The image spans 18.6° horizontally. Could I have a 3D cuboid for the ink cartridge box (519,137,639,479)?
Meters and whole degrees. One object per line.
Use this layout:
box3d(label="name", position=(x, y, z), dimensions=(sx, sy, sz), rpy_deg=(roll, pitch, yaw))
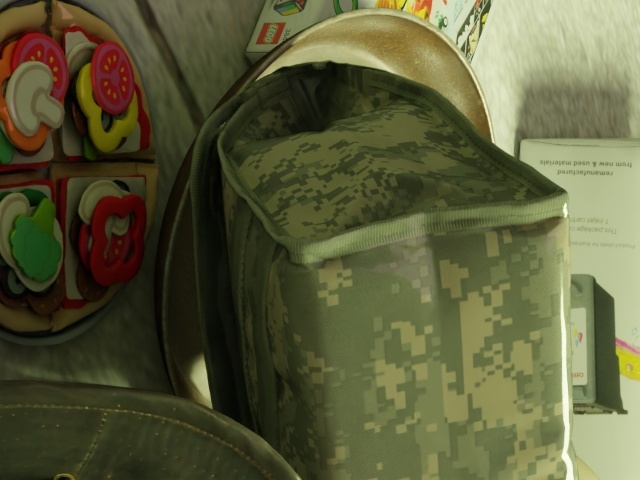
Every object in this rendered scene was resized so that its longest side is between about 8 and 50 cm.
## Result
box3d(label="ink cartridge box", position=(0.267, 0.066, 1.657), dimensions=(0.226, 0.131, 0.306), rpy_deg=(-6, 96, -58))

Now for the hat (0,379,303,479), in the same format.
box3d(label="hat", position=(-0.167, 0.149, 0.949), dimensions=(0.331, 0.331, 0.134), rpy_deg=(58, 5, -42))

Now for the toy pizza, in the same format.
box3d(label="toy pizza", position=(-0.146, -0.040, 1.090), dimensions=(0.201, 0.032, 0.201), rpy_deg=(-9, 100, -57))

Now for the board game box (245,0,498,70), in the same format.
box3d(label="board game box", position=(0.059, -0.198, 1.377), dimensions=(0.193, 0.053, 0.305), rpy_deg=(49, 53, -47))

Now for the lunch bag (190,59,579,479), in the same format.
box3d(label="lunch bag", position=(0.022, 0.047, 1.074), dimensions=(0.169, 0.287, 0.235), rpy_deg=(-10, 112, -13))

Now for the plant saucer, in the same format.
box3d(label="plant saucer", position=(0.000, 0.000, 1.254), dimensions=(0.310, 0.050, 0.310), rpy_deg=(-23, 122, -42))

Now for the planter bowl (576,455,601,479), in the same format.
box3d(label="planter bowl", position=(0.136, 0.201, 1.463), dimensions=(0.162, 0.162, 0.109), rpy_deg=(-15, 78, -56))
